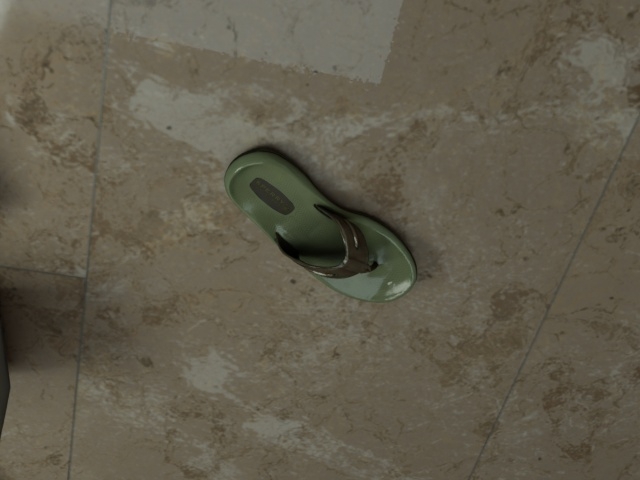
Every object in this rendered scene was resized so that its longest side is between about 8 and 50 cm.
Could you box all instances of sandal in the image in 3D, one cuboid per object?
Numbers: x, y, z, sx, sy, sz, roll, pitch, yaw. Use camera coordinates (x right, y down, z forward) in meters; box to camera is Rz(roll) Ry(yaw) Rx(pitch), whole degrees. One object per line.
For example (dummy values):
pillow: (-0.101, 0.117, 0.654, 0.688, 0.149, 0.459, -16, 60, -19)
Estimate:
sandal: (-0.002, 0.000, 1.011, 0.303, 0.086, 0.120, 34, 114, -22)

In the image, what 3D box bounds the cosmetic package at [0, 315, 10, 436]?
cosmetic package: (-0.627, 0.189, 0.922, 0.453, 0.230, 0.161, -6, 106, -15)
